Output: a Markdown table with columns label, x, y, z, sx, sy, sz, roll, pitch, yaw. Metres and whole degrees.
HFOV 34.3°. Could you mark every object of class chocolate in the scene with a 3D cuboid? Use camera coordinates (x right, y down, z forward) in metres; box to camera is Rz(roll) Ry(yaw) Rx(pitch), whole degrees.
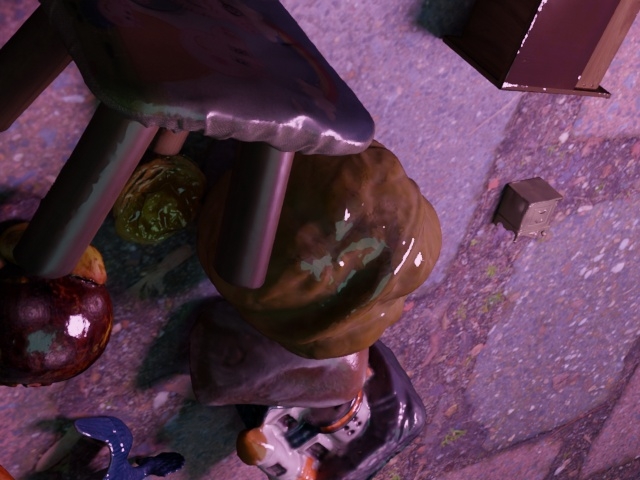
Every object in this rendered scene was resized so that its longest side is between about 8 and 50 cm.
| label | x | y | z | sx | sy | sz | roll | pitch | yaw |
| --- | --- | --- | --- | --- | --- | --- | --- | --- | --- |
| chocolate | -0.060 | 0.164 | 1.429 | 0.254 | 0.080 | 0.156 | 1 | 102 | 1 |

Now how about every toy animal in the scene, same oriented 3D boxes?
| label | x | y | z | sx | sy | sz | roll | pitch | yaw |
| --- | --- | --- | --- | --- | --- | --- | --- | --- | --- |
| toy animal | -0.294 | 0.347 | 1.474 | 0.176 | 0.255 | 0.239 | -14 | 98 | 2 |

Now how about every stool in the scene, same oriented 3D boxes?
| label | x | y | z | sx | sy | sz | roll | pitch | yaw |
| --- | --- | --- | --- | --- | --- | --- | --- | --- | --- |
| stool | -0.155 | -0.127 | 1.003 | 0.310 | 0.310 | 0.226 | 4 | 130 | -41 |

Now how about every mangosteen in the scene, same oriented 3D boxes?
| label | x | y | z | sx | sy | sz | roll | pitch | yaw |
| --- | --- | --- | --- | --- | --- | --- | --- | --- | --- |
| mangosteen | -0.323 | 0.056 | 1.154 | 0.192 | 0.192 | 0.217 | 6 | 92 | -44 |

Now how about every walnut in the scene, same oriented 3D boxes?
| label | x | y | z | sx | sy | sz | roll | pitch | yaw |
| --- | --- | --- | --- | --- | --- | --- | --- | --- | --- |
| walnut | 0.001 | 0.001 | 1.287 | 0.277 | 0.253 | 0.282 | -45 | 158 | 4 |

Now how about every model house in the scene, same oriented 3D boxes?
| label | x | y | z | sx | sy | sz | roll | pitch | yaw |
| --- | --- | --- | --- | --- | --- | --- | --- | --- | --- |
| model house | -0.026 | 0.237 | 1.560 | 0.271 | 0.190 | 0.301 | -36 | 138 | 7 |

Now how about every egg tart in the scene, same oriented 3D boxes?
| label | x | y | z | sx | sy | sz | roll | pitch | yaw |
| --- | --- | --- | --- | --- | --- | --- | --- | --- | --- |
| egg tart | -0.199 | -0.055 | 1.238 | 0.130 | 0.052 | 0.130 | -25 | 141 | -22 |

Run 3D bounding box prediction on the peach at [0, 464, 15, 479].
| label | x | y | z | sx | sy | sz | roll | pitch | yaw |
| --- | --- | --- | --- | --- | --- | --- | --- | --- | --- |
| peach | -0.501 | 0.402 | 1.212 | 0.373 | 0.290 | 0.372 | 1 | 89 | -55 |

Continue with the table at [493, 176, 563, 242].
| label | x | y | z | sx | sy | sz | roll | pitch | yaw |
| --- | --- | --- | --- | --- | --- | --- | --- | --- | --- |
| table | 0.341 | -0.049 | 1.706 | 0.079 | 0.062 | 0.083 | -11 | 133 | -33 |

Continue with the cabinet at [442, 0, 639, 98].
| label | x | y | z | sx | sy | sz | roll | pitch | yaw |
| --- | --- | --- | --- | --- | --- | --- | --- | --- | --- |
| cabinet | 0.305 | -0.301 | 1.363 | 0.215 | 0.148 | 0.174 | -2 | 128 | -35 |
